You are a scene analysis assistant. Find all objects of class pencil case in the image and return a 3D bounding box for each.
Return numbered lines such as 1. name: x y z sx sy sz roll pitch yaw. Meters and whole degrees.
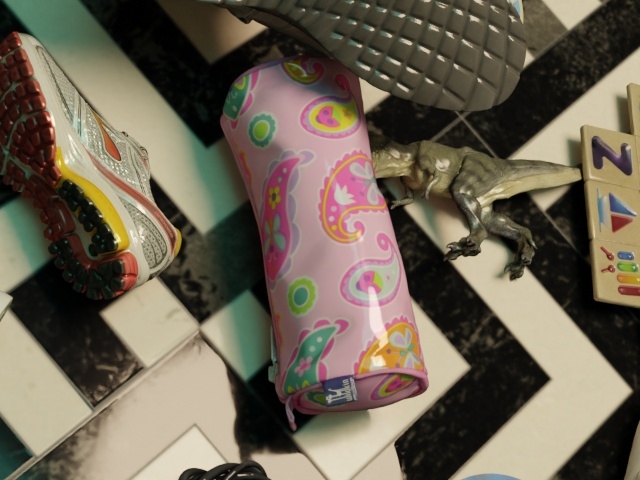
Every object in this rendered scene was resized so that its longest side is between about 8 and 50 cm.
1. pencil case: 0.000 0.000 1.215 0.124 0.124 0.284 -3 70 -25

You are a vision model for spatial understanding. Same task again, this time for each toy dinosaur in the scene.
1. toy dinosaur: 0.136 -0.033 1.326 0.268 0.064 0.118 4 60 -26

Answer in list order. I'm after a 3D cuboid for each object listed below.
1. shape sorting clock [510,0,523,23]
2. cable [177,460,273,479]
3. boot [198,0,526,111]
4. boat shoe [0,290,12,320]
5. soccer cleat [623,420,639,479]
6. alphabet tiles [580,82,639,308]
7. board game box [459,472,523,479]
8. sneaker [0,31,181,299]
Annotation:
1. shape sorting clock: 0.094 -0.225 1.401 0.206 0.040 0.206 9 65 -20
2. cable: -0.058 0.244 1.116 0.150 0.047 0.184 22 56 -5
3. boot: -0.003 -0.217 1.246 0.338 0.223 0.118 24 102 -9
4. boat shoe: -0.316 0.121 1.021 0.091 0.114 0.302 32 40 -3
5. soccer cleat: 0.272 0.246 1.217 0.143 0.116 0.331 23 61 -34
6. alphabet tiles: 0.389 0.002 1.437 0.342 0.011 0.285 10 64 -23
7. board game box: 0.135 0.267 1.209 0.133 0.033 0.168 -6 76 -31
8. sneaker: -0.187 -0.060 1.191 0.093 0.088 0.225 -18 75 -50
